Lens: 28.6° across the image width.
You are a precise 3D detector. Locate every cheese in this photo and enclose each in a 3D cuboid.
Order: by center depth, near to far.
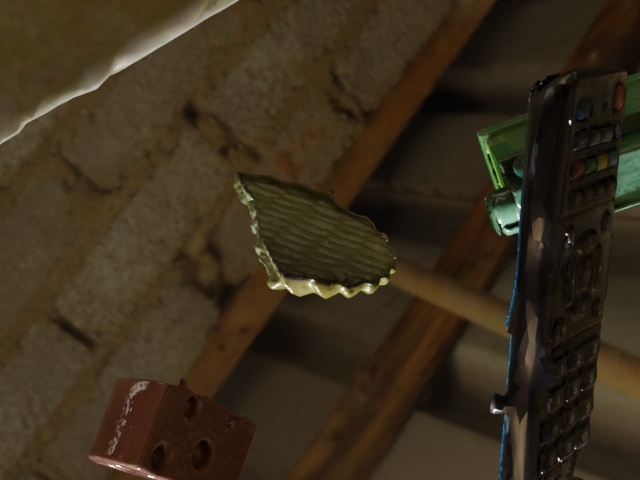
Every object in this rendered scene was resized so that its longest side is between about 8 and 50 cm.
[{"bbox_3d":[-0.219,0.248,1.656,0.177,0.203,0.128,8,-107,36],"label":"cheese"}]

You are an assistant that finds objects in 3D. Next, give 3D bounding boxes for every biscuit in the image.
[{"bbox_3d":[0.000,0.000,1.493,0.273,0.187,0.036,-111,-145,-60],"label":"biscuit"}]

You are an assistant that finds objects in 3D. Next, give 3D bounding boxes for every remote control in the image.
[{"bbox_3d":[0.198,0.051,1.061,0.062,0.399,0.144,11,-165,31],"label":"remote control"}]

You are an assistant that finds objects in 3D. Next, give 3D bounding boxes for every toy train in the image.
[{"bbox_3d":[0.302,-0.085,1.232,0.301,0.120,0.202,-20,-162,6],"label":"toy train"}]

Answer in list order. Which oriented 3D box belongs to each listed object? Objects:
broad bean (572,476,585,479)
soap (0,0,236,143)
[{"bbox_3d":[0.228,0.338,1.442,0.206,0.072,0.153,-22,-156,35],"label":"broad bean"},{"bbox_3d":[-0.130,-0.207,0.374,0.156,0.335,0.293,-6,-154,49],"label":"soap"}]
